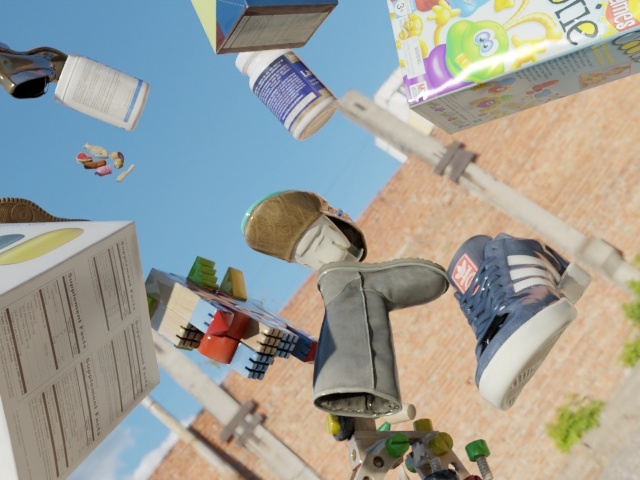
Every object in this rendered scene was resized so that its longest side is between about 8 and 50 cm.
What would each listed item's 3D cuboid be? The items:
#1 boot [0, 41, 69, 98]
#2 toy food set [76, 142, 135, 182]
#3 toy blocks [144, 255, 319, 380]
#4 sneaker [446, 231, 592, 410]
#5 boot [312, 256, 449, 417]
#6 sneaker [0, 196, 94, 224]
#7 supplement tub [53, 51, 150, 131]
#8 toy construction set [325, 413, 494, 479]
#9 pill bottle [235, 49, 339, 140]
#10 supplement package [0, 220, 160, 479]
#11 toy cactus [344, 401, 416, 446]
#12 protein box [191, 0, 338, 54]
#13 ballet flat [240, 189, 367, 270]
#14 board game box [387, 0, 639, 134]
[{"bbox_3d":[-0.491,-0.281,1.344,0.082,0.106,0.219,-53,-20,24],"label":"boot"},{"bbox_3d":[-0.435,-0.158,1.530,0.019,0.122,0.078,95,-160,-48],"label":"toy food set"},{"bbox_3d":[-0.164,0.172,1.473,0.381,0.261,0.191,25,-89,-53],"label":"toy blocks"},{"bbox_3d":[0.198,0.069,0.859,0.131,0.148,0.350,-60,-15,19],"label":"sneaker"},{"bbox_3d":[0.079,0.113,0.931,0.208,0.189,0.076,-96,3,-54],"label":"boot"},{"bbox_3d":[-0.613,-0.021,1.626,0.282,0.153,0.099,18,-105,-51],"label":"sneaker"},{"bbox_3d":[-0.282,-0.191,0.996,0.071,0.107,0.071,-53,24,37],"label":"supplement tub"},{"bbox_3d":[0.128,0.374,1.332,0.257,0.237,0.309,-15,-34,-5],"label":"toy construction set"},{"bbox_3d":[-0.089,-0.401,2.001,0.153,0.265,0.153,-42,-6,-6],"label":"pill bottle"},{"bbox_3d":[-0.315,0.108,0.758,0.263,0.199,0.198,-49,-44,-69],"label":"supplement package"},{"bbox_3d":[0.134,0.382,1.686,0.112,0.180,0.219,20,-114,-42],"label":"toy cactus"},{"bbox_3d":[-0.114,-0.457,1.368,0.201,0.200,0.136,-16,-15,-38],"label":"protein box"},{"bbox_3d":[0.000,0.000,1.193,0.116,0.124,0.342,-54,-18,7],"label":"ballet flat"},{"bbox_3d":[0.239,-0.243,0.885,0.275,0.142,0.144,-15,-13,26],"label":"board game box"}]
